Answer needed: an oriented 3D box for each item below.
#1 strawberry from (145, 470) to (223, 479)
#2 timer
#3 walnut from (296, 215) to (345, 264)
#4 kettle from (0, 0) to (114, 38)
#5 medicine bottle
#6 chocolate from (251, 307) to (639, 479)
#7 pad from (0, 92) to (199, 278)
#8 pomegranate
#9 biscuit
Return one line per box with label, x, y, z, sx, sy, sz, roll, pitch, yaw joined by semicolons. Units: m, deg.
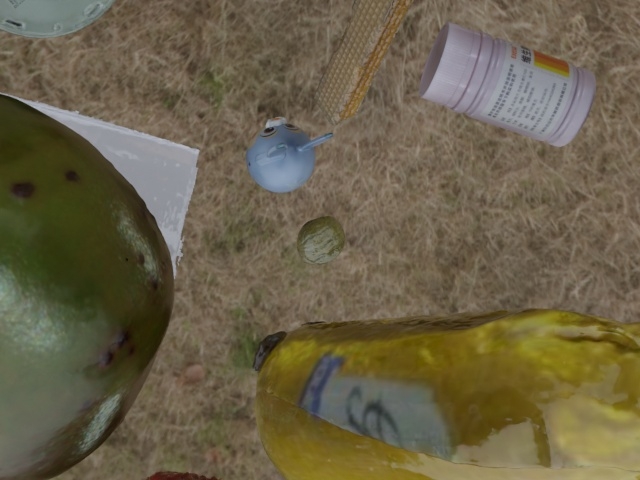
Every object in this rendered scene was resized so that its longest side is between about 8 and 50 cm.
strawberry;-0.097;0.406;0.760;0.291;0.344;0.292;-4;128;-5
timer;-0.081;-0.209;1.594;0.175;0.175;0.255;16;151;-4
walnut;0.000;0.000;1.239;0.092;0.092;0.092;3;121;5
kettle;-0.364;-0.416;0.853;0.205;0.318;0.265;9;115;-44
medicine bottle;0.294;-0.247;1.159;0.249;0.133;0.133;17;121;-5
chocolate;0.125;0.109;0.521;0.162;0.162;0.445;47;144;-20
pad;-0.208;-0.031;0.512;0.231;0.157;0.004;14;153;-16
pomegranate;-0.168;0.036;0.339;0.198;0.246;0.198;-1;110;-3
biscuit;0.082;-0.369;1.378;0.054;0.094;0.379;-17;156;-28
